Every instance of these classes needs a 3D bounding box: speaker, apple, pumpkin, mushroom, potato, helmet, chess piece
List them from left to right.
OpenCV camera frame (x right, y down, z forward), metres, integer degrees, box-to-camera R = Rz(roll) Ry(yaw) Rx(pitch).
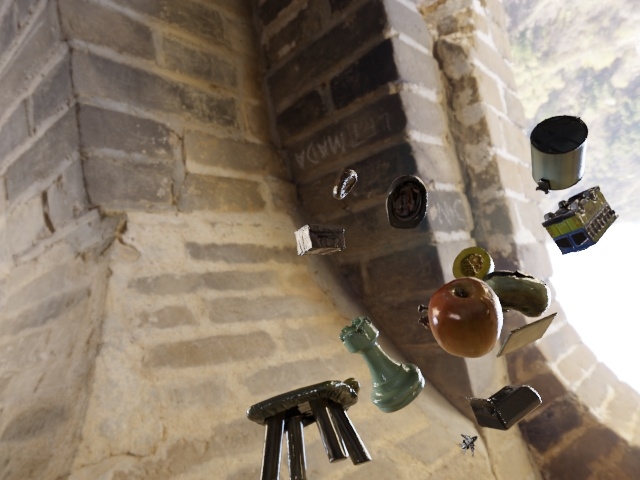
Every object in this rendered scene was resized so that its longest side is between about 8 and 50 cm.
[{"bbox_3d":[0.087,-0.210,1.593,0.052,0.123,0.123,33,-169,18],"label":"mushroom"},{"bbox_3d":[0.144,0.899,2.473,0.149,0.251,0.113,30,-168,-40],"label":"potato"},{"bbox_3d":[0.192,0.407,1.448,0.195,0.299,0.194,-36,-175,3],"label":"chess piece"},{"bbox_3d":[0.406,-0.197,2.058,0.199,0.253,0.154,2,-147,-5],"label":"helmet"},{"bbox_3d":[0.486,0.260,1.434,0.242,0.240,0.242,-13,-152,7],"label":"apple"},{"bbox_3d":[0.834,0.146,2.296,0.110,0.217,0.217,25,157,-32],"label":"pumpkin"},{"bbox_3d":[0.948,0.831,2.218,0.389,0.184,0.180,-14,175,-34],"label":"speaker"},{"bbox_3d":[0.916,0.268,2.005,0.344,0.247,0.130,25,-153,-3],"label":"mushroom"}]

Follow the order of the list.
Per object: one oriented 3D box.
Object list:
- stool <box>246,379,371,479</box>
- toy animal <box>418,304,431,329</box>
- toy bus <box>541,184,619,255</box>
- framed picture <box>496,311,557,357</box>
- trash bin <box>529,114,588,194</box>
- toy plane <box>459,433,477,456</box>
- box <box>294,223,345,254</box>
[{"bbox_3d":[-0.029,0.590,1.303,0.311,0.226,0.310,-23,146,11],"label":"stool"},{"bbox_3d":[0.576,0.373,2.016,0.313,0.097,0.157,7,-166,-22],"label":"toy animal"},{"bbox_3d":[0.993,-0.081,1.631,0.288,0.175,0.138,-30,177,-35],"label":"toy bus"},{"bbox_3d":[0.787,0.362,1.632,0.232,0.010,0.173,-16,136,-19],"label":"framed picture"},{"bbox_3d":[1.048,-0.381,1.886,0.217,0.277,0.262,29,168,38],"label":"trash bin"},{"bbox_3d":[0.510,0.695,1.467,0.031,0.078,0.083,7,126,-29],"label":"toy plane"},{"bbox_3d":[0.000,0.000,2.642,0.252,0.153,0.188,1,163,-32],"label":"box"}]
